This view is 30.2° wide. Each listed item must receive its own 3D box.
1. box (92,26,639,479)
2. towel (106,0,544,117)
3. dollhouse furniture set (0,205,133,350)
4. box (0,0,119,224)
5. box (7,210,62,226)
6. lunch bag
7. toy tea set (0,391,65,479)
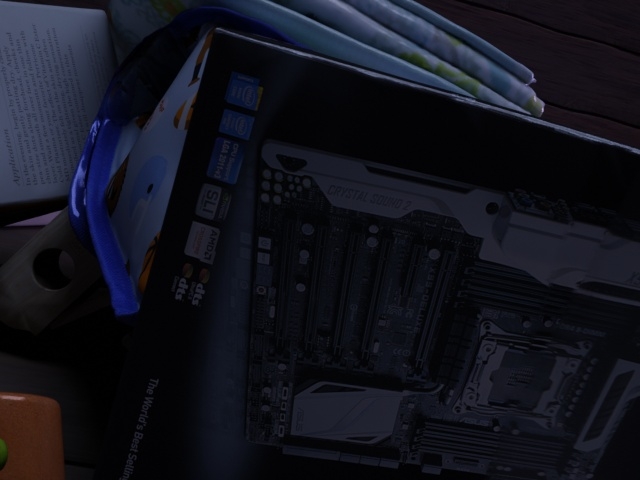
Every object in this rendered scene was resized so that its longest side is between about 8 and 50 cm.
[{"bbox_3d":[0.030,0.084,0.552,0.242,0.307,0.076,17,8,2],"label":"box"},{"bbox_3d":[-0.021,-0.131,1.066,0.374,0.090,0.320,29,-25,-5],"label":"towel"},{"bbox_3d":[-0.176,0.061,0.998,0.161,0.101,0.182,48,0,-2],"label":"dollhouse furniture set"},{"bbox_3d":[-0.336,-0.086,0.944,0.215,0.168,0.345,-12,0,28],"label":"box"},{"bbox_3d":[-0.353,-0.073,1.268,0.113,0.094,0.275,23,13,31],"label":"box"},{"bbox_3d":[0.000,0.000,0.886,0.328,0.239,0.385,37,7,-27],"label":"lunch bag"},{"bbox_3d":[-0.266,0.121,0.550,0.336,0.124,0.200,8,-15,-22],"label":"toy tea set"}]
